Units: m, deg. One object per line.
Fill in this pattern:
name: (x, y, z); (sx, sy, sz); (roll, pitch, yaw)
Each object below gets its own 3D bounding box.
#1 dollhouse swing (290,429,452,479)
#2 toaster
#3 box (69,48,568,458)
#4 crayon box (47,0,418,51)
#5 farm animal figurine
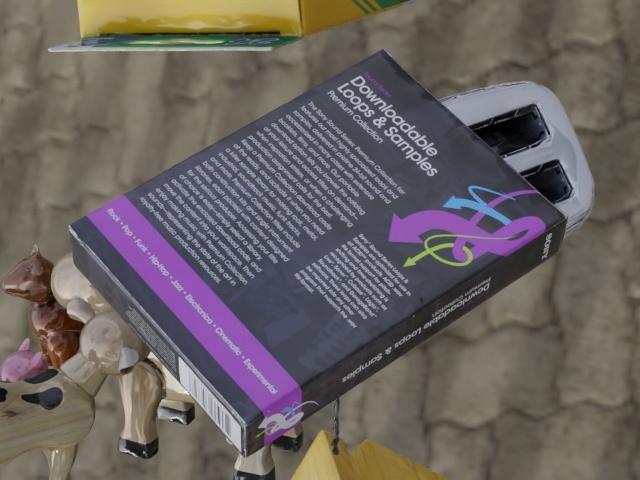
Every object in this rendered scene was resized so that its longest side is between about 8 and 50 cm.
dollhouse swing: (0.065, 0.445, 2.003); (0.305, 0.347, 0.315); (-47, 35, 21)
toaster: (0.083, -0.026, 1.302); (0.129, 0.227, 0.146); (69, 157, 5)
box: (0.000, 0.000, 0.767); (0.116, 0.162, 0.029); (46, 155, 28)
crayon box: (-0.060, -0.219, 1.609); (0.203, 0.323, 0.083); (2, 105, 25)
farm animal figurine: (-0.138, 0.083, 1.483); (0.330, 0.326, 0.172); (-81, -3, -67)
